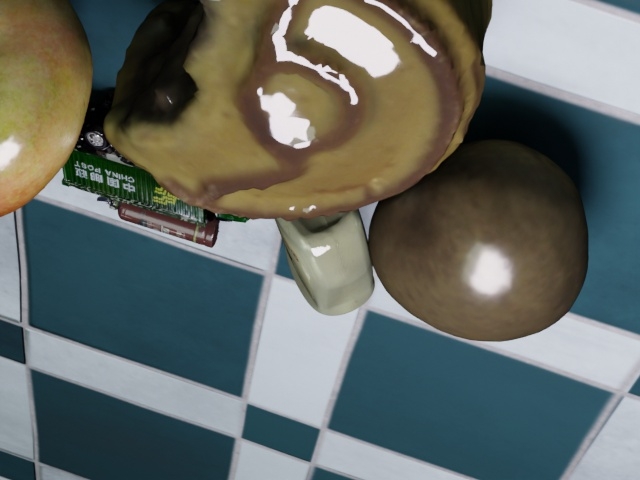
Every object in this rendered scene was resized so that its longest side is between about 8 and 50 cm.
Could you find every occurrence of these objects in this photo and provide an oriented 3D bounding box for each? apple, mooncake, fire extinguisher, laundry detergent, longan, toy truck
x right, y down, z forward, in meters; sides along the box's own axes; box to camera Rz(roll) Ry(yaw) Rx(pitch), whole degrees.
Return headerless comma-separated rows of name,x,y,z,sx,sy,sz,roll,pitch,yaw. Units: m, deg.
apple,-0.400,-0.170,1.448,0.319,0.319,0.277,20,176,1
mooncake,-0.034,-0.202,1.283,0.393,0.246,0.394,2,144,15
fire extinguisher,-0.209,-0.033,1.755,0.158,0.043,0.064,18,-173,5
laundry detergent,0.000,0.000,1.594,0.091,0.181,0.253,-27,153,-6
longan,0.170,0.001,1.464,0.246,0.215,0.246,4,123,7
toy truck,-0.183,-0.096,1.622,0.259,0.088,0.121,16,143,8
